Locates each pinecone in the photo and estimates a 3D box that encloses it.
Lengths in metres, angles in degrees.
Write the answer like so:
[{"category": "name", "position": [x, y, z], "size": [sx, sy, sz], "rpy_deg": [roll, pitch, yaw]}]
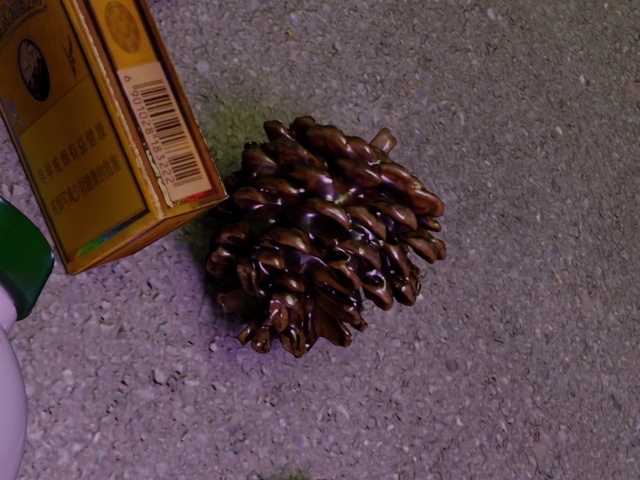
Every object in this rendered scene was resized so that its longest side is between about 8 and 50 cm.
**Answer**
[{"category": "pinecone", "position": [-0.007, -0.011, 1.214], "size": [0.257, 0.243, 0.244], "rpy_deg": [-30, 93, -20]}]

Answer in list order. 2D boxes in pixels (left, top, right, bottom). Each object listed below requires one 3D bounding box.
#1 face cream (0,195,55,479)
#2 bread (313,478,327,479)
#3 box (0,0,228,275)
[{"category": "face cream", "position": [-0.366, 0.120, 0.872], "size": [0.312, 0.219, 0.357], "rpy_deg": [37, 62, -29]}, {"category": "bread", "position": [-0.054, 0.307, 1.157], "size": [0.119, 0.067, 0.192], "rpy_deg": [37, 55, -31]}, {"category": "box", "position": [-0.222, -0.138, 1.110], "size": [0.084, 0.192, 0.302], "rpy_deg": [-21, 87, -41]}]
